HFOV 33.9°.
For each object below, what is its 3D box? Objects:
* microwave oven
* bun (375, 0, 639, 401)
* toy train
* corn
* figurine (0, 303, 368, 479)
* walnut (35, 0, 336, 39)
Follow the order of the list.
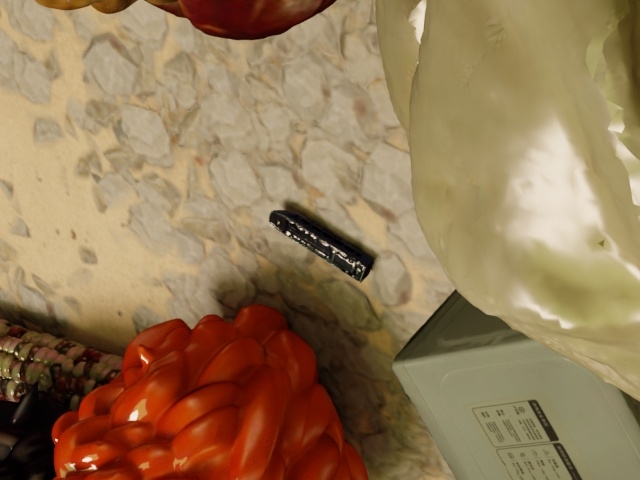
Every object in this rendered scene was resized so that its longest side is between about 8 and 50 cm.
[{"bbox_3d":[0.169,0.114,0.621,0.162,0.122,0.208,-17,108,44],"label":"microwave oven"},{"bbox_3d":[0.168,-0.077,0.390,0.365,0.219,0.365,12,116,26],"label":"bun"},{"bbox_3d":[0.000,0.000,0.752,0.083,0.017,0.017,32,133,16],"label":"toy train"},{"bbox_3d":[-0.262,0.130,1.012,0.281,0.092,0.092,7,123,30],"label":"corn"},{"bbox_3d":[-0.177,0.210,0.798,0.412,0.306,0.241,-15,115,21],"label":"figurine"},{"bbox_3d":[-0.055,-0.212,0.478,0.222,0.244,0.269,27,137,27],"label":"walnut"}]
